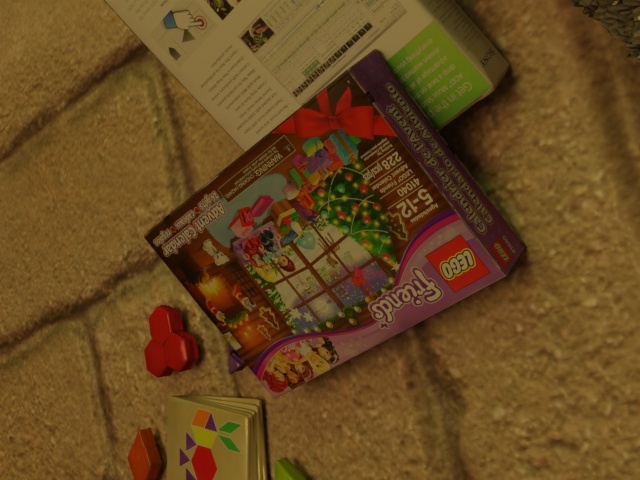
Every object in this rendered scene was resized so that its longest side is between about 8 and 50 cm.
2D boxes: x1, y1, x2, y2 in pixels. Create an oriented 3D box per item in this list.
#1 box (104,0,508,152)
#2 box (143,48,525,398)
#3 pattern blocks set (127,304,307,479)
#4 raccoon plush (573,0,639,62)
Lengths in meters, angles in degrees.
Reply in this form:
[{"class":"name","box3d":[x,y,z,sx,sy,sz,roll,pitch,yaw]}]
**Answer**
[{"class":"box","box3d":[-0.033,-0.191,0.826,0.322,0.058,0.232,48,130,-7]},{"class":"box","box3d":[0.000,0.000,0.852,0.293,0.057,0.201,-34,97,40]},{"class":"pattern blocks set","box3d":[-0.111,0.250,1.048,0.285,0.026,0.324,15,102,43]},{"class":"raccoon plush","box3d":[0.253,-0.161,0.622,0.216,0.446,0.299,-32,107,6]}]
